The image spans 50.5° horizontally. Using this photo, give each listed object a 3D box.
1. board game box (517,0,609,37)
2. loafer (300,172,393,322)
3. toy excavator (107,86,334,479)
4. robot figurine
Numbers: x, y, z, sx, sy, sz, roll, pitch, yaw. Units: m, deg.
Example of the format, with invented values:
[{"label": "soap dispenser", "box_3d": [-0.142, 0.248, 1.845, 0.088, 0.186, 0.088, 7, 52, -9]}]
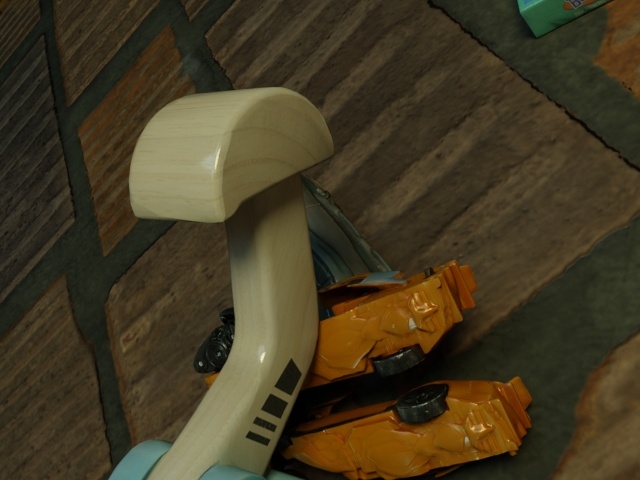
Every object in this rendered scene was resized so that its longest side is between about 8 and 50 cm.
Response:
[{"label": "board game box", "box_3d": [0.267, -0.329, 0.688, 0.160, 0.047, 0.210, -23, 54, 31]}, {"label": "loafer", "box_3d": [0.000, 0.000, 0.734, 0.267, 0.084, 0.096, -123, 36, -47]}, {"label": "toy excavator", "box_3d": [-0.069, 0.181, 0.475, 0.222, 0.433, 0.445, 3, 49, 34]}, {"label": "robot figurine", "box_3d": [0.018, 0.132, 0.585, 0.291, 0.085, 0.211, -23, 92, 35]}]
